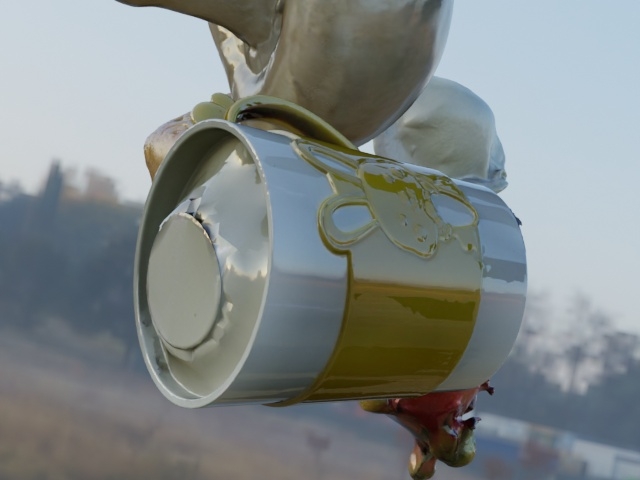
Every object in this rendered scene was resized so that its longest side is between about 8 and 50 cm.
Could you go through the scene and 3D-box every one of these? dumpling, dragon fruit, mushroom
[{"bbox_3d":[0.130,-0.108,2.081,0.229,0.151,0.124,21,-37,-32],"label":"dumpling"},{"bbox_3d":[0.083,0.102,1.496,0.133,0.207,0.150,7,30,19],"label":"dragon fruit"},{"bbox_3d":[-0.040,-0.217,1.595,0.290,0.297,0.297,1,-2,-21],"label":"mushroom"}]

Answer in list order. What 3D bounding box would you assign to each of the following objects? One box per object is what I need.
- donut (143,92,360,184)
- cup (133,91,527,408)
[{"bbox_3d":[-0.070,-0.083,1.901,0.227,0.113,0.226,-13,16,4],"label":"donut"},{"bbox_3d":[0.000,0.000,1.247,0.226,0.241,0.185,7,-38,-31],"label":"cup"}]
